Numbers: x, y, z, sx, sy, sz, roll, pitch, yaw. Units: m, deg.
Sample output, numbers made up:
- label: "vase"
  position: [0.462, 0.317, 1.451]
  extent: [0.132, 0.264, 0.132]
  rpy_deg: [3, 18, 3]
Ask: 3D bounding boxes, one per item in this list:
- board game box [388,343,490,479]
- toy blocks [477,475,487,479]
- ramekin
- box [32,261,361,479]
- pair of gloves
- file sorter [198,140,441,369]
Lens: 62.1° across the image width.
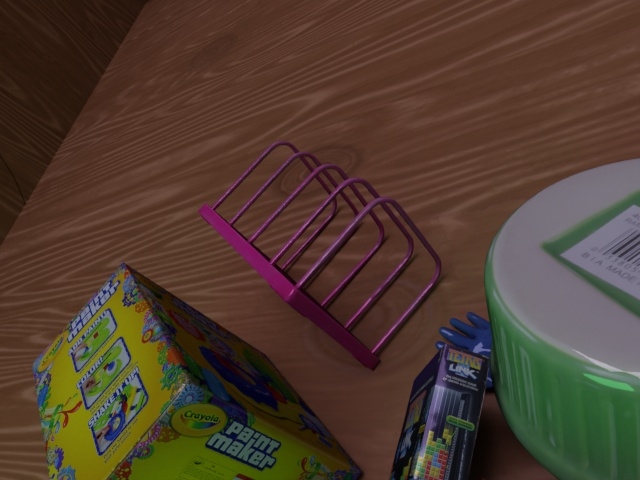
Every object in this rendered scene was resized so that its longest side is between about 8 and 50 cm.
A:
- label: "board game box"
  position: [0.113, 0.197, 0.537]
  extent: [0.048, 0.170, 0.141]
  rpy_deg: [16, 64, 7]
- label: "toy blocks"
  position: [0.177, 0.277, 0.499]
  extent: [0.148, 0.054, 0.123]
  rpy_deg: [-50, 41, -5]
- label: "ramekin"
  position: [0.288, 0.058, 0.446]
  extent: [0.303, 0.148, 0.303]
  rpy_deg: [-17, 34, 12]
- label: "box"
  position: [-0.157, 0.217, 0.648]
  extent: [0.177, 0.290, 0.279]
  rpy_deg: [-50, 39, -5]
- label: "pair of gloves"
  position: [0.231, 0.100, 0.626]
  extent: [0.198, 0.023, 0.159]
  rpy_deg: [-52, 38, -8]
- label: "file sorter"
  position: [0.000, 0.000, 0.769]
  extent: [0.182, 0.202, 0.290]
  rpy_deg: [-48, 40, -5]
